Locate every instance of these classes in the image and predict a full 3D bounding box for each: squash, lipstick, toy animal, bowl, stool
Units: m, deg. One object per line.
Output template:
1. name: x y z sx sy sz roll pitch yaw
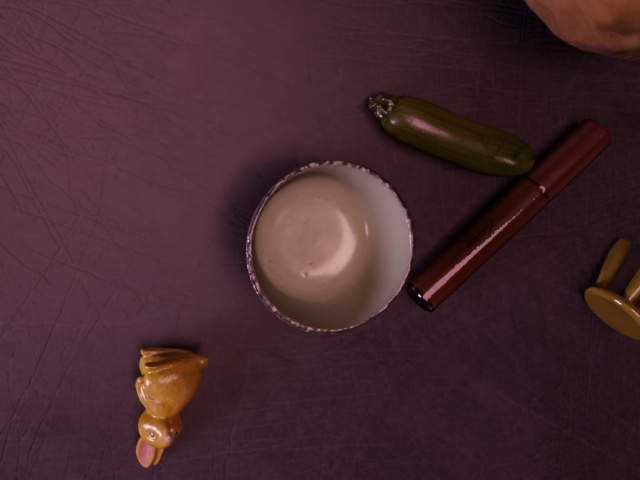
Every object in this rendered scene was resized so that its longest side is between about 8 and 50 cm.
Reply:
1. squash: 0.180 -0.133 0.958 0.258 0.069 0.069 15 95 -20
2. lipstick: 0.262 -0.036 1.009 0.357 0.057 0.057 -41 109 -7
3. toy animal: -0.192 0.215 0.902 0.083 0.070 0.159 7 102 -21
4. bowl: 0.000 0.000 0.899 0.211 0.112 0.211 -4 102 -18
5. stool: 0.467 0.073 1.068 0.135 0.134 0.110 38 82 25

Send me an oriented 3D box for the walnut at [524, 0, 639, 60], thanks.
1. walnut: 0.404 -0.389 0.855 0.384 0.383 0.383 -3 101 -18
